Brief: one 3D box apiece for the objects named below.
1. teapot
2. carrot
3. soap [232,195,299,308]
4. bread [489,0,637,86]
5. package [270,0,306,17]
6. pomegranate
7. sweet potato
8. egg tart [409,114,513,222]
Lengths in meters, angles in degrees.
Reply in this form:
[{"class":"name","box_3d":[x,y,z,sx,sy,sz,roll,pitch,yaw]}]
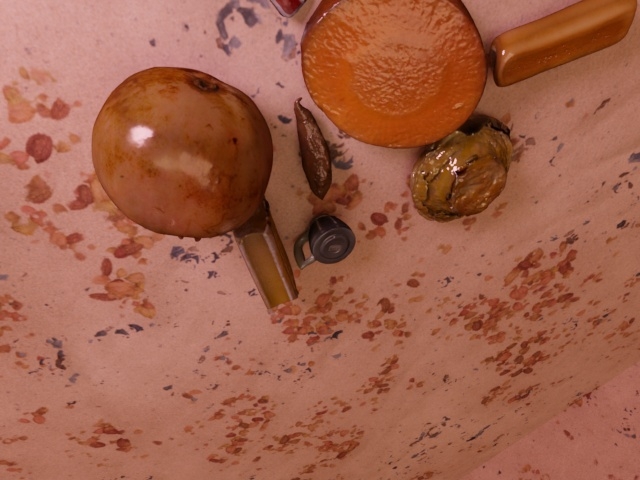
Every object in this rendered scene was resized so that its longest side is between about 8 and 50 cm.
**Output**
[{"class":"teapot","box_3d":[0.000,-0.007,0.861,0.124,0.091,0.092,-16,130,-11]},{"class":"carrot","box_3d":[0.116,-0.285,0.678,0.307,0.100,0.258,11,126,-15]},{"class":"soap","box_3d":[-0.104,0.034,0.830,0.073,0.140,0.232,-15,131,1]},{"class":"bread","box_3d":[0.399,-0.345,0.714,0.239,0.074,0.093,-20,147,2]},{"class":"package","box_3d":[-0.001,-0.433,0.552,0.239,0.030,0.154,-36,131,12]},{"class":"pomegranate","box_3d":[-0.198,-0.109,0.630,0.251,0.229,0.271,5,132,-19]},{"class":"sweet potato","box_3d":[-0.010,-0.158,0.753,0.060,0.068,0.206,-35,128,-20]},{"class":"egg tart","box_3d":[0.293,-0.129,0.842,0.240,0.106,0.241,-11,129,-13]}]
